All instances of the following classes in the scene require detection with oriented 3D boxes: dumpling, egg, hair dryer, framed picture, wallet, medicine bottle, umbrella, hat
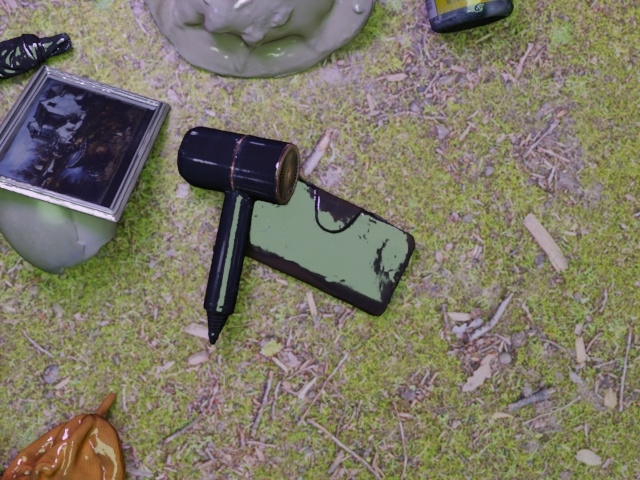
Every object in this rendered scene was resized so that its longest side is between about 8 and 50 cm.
[{"bbox_3d":[-0.117,-0.409,1.451,0.395,0.233,0.315,20,125,-20],"label":"dumpling"},{"bbox_3d":[-0.434,-0.064,1.434,0.183,0.183,0.217,-32,106,-1],"label":"egg"},{"bbox_3d":[-0.164,-0.004,1.473,0.189,0.107,0.352,13,93,17],"label":"hair dryer"},{"bbox_3d":[-0.383,-0.165,1.409,0.232,0.296,0.019,17,135,-5],"label":"framed picture"},{"bbox_3d":[0.000,0.000,1.540,0.310,0.042,0.165,26,95,-4],"label":"wallet"},{"bbox_3d":[0.221,-0.499,1.469,0.141,0.141,0.293,-13,94,-3],"label":"medicine bottle"},{"bbox_3d":[-0.526,-0.299,1.476,0.236,0.059,0.066,-19,112,-1],"label":"umbrella"},{"bbox_3d":[-0.410,0.358,1.503,0.233,0.244,0.233,45,58,-33],"label":"hat"}]
